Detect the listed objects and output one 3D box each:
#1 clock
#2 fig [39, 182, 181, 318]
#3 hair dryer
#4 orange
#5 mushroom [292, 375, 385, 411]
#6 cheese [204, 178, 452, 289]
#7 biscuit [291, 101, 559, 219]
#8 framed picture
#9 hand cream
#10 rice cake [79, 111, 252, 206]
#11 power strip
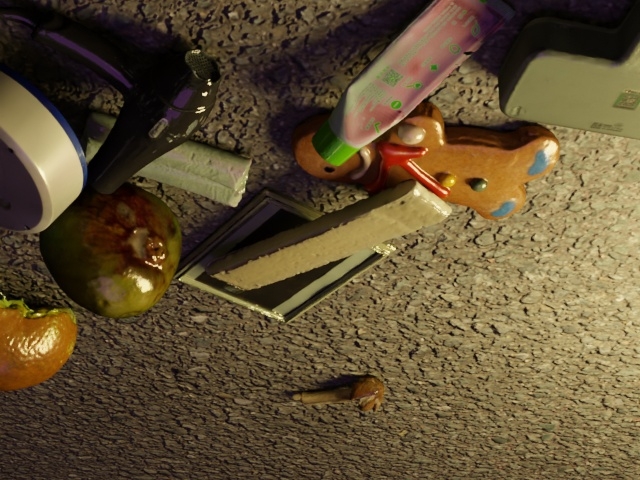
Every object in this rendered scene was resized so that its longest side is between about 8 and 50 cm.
[{"bbox_3d":[-0.395,-0.113,1.241,0.230,0.083,0.230,23,143,19],"label":"clock"},{"bbox_3d":[-0.289,0.009,1.398,0.191,0.181,0.181,13,154,32],"label":"fig"},{"bbox_3d":[-0.271,-0.187,1.199,0.271,0.091,0.235,37,126,-20],"label":"hair dryer"},{"bbox_3d":[-0.519,0.159,1.667,0.237,0.158,0.179,24,158,-29],"label":"orange"},{"bbox_3d":[0.033,0.285,1.880,0.187,0.061,0.060,-14,147,33],"label":"mushroom"},{"bbox_3d":[0.001,0.003,1.421,0.400,0.034,0.085,-19,140,40],"label":"cheese"},{"bbox_3d":[0.121,-0.094,1.311,0.324,0.049,0.205,12,146,-8],"label":"biscuit"},{"bbox_3d":[-0.064,0.035,1.550,0.231,0.018,0.293,24,143,-26],"label":"framed picture"},{"bbox_3d":[0.091,-0.185,1.160,0.079,0.050,0.275,3,143,-46],"label":"hand cream"},{"bbox_3d":[-0.197,-0.106,1.333,0.221,0.042,0.080,17,139,-14],"label":"rice cake"},{"bbox_3d":[0.342,-0.188,1.124,0.264,0.059,0.194,9,150,-7],"label":"power strip"}]
